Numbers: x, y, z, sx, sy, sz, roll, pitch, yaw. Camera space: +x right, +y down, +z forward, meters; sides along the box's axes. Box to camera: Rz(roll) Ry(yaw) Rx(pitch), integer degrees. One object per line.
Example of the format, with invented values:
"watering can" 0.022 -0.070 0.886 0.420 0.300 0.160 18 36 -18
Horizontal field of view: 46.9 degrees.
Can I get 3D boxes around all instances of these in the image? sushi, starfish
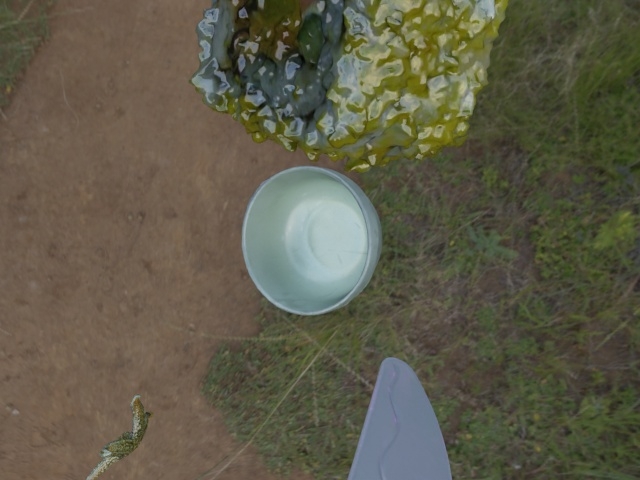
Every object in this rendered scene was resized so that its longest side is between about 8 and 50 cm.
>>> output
"sushi" 0.016 -0.263 0.909 0.240 0.396 0.351 -7 115 -36
"starfish" -0.349 0.354 1.273 0.053 0.208 0.176 38 73 7

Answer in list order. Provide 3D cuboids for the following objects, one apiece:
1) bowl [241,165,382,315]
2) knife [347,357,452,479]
"bowl" 0.000 0.000 1.551 0.163 0.307 0.307 0 64 -59
"knife" 0.019 0.116 0.261 0.058 0.032 0.244 27 28 7
